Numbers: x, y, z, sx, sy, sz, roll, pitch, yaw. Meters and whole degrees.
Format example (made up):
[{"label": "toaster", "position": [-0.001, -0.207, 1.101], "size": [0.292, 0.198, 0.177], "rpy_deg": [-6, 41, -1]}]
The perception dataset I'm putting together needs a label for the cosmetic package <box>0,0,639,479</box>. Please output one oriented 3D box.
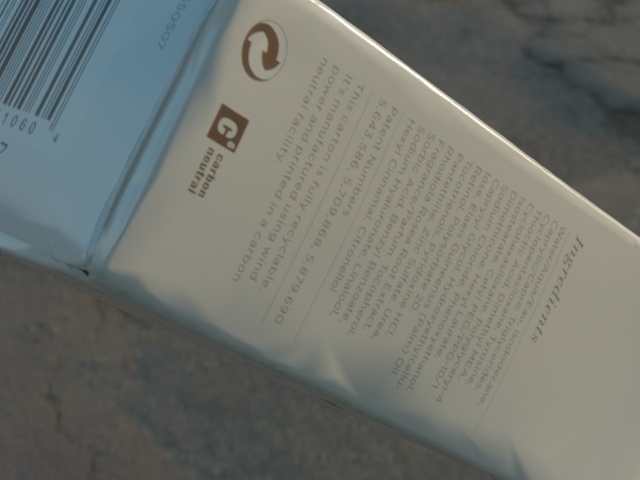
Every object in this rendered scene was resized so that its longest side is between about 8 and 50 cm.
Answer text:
[{"label": "cosmetic package", "position": [0.000, 0.000, 0.488], "size": [0.117, 0.085, 0.231], "rpy_deg": [21, -8, 45]}]
